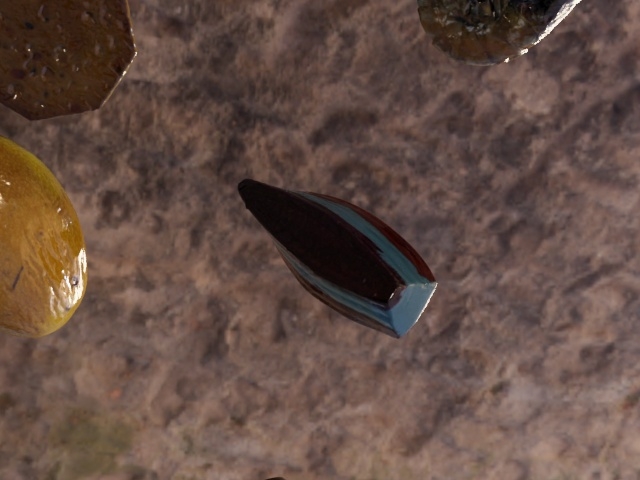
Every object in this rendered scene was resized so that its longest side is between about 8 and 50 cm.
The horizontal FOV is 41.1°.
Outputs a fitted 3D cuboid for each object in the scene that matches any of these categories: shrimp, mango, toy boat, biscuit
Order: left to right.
[{"bbox_3d":[-0.340,-0.007,0.924,0.109,0.157,0.262,21,-41,44],"label":"mango"},{"bbox_3d":[-0.531,-0.406,1.649,0.359,0.046,0.359,-2,-68,-6],"label":"biscuit"},{"bbox_3d":[0.000,0.000,1.150,0.079,0.136,0.392,31,4,-44],"label":"toy boat"},{"bbox_3d":[0.294,-0.416,1.295,0.233,0.071,0.365,34,-48,-12],"label":"shrimp"}]

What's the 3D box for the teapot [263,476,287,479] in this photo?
[{"bbox_3d":[-0.086,0.389,1.220,0.110,0.080,0.085,-25,-29,18],"label":"teapot"}]
